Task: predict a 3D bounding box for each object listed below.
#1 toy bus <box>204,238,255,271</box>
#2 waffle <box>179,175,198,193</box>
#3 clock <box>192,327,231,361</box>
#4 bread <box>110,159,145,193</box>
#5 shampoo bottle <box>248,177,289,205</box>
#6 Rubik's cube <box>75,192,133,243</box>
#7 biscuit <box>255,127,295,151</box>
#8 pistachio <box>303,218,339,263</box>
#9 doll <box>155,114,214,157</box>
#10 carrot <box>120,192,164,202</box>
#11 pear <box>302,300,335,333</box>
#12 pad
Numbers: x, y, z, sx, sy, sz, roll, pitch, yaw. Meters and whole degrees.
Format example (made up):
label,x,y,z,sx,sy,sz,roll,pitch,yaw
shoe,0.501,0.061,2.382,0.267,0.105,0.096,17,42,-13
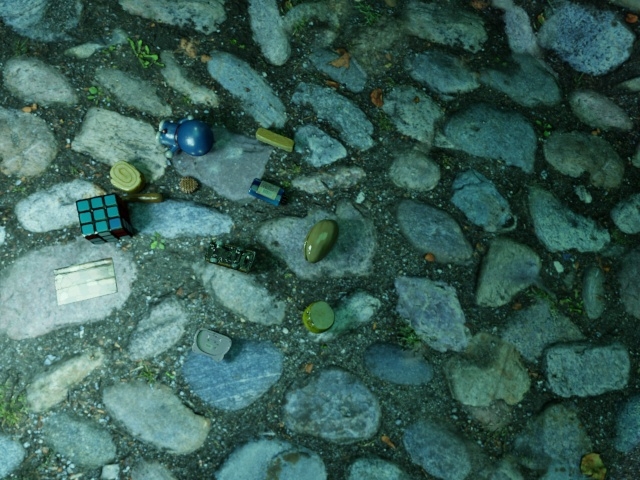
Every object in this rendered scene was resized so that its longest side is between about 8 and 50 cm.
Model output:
label,x,y,z,sx,sy,sz,roll,pitch,yaw
toy bus,-0.382,0.075,1.758,0.201,0.114,0.098,16,75,1
waffle,-0.595,-0.249,1.843,0.083,0.029,0.075,32,76,-3
clock,-0.453,0.434,1.702,0.153,0.050,0.109,22,76,-2
bread,-0.849,-0.275,1.788,0.149,0.073,0.122,36,77,1
shampoo bottle,-0.232,-0.218,1.876,0.183,0.050,0.087,23,73,-2
Rubik's cube,-0.893,-0.087,1.698,0.162,0.163,0.160,-14,80,-15
biscuit,-0.212,-0.473,1.933,0.188,0.056,0.052,22,78,-4
pistachio,0.000,0.000,1.829,0.136,0.136,0.225,31,81,-1
doll,-0.606,-0.462,1.838,0.257,0.161,0.215,15,89,12
carrot,-0.786,-0.186,1.793,0.191,0.047,0.047,-1,78,-7
pear,-0.014,0.334,1.763,0.141,0.104,0.140,12,65,-28
pad,-0.982,0.168,1.708,0.235,0.003,0.158,-12,80,-10
